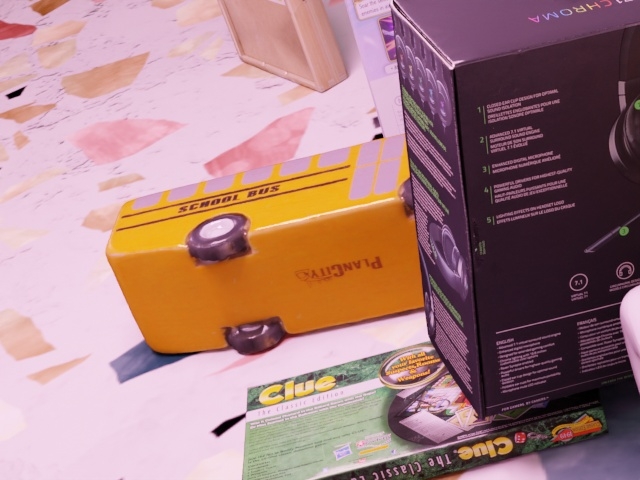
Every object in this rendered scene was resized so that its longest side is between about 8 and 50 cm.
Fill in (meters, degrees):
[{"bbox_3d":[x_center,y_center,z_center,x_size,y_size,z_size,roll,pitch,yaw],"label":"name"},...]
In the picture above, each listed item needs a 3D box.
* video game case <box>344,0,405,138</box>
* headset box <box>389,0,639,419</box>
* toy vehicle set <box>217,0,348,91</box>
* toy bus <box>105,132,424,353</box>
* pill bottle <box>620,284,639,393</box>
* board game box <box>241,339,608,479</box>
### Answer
[{"bbox_3d":[0.164,-0.193,1.550,0.269,0.244,0.061,-16,0,8],"label":"video game case"},{"bbox_3d":[0.189,-0.056,1.216,0.246,0.283,0.131,-15,30,-10],"label":"headset box"},{"bbox_3d":[-0.069,-0.285,1.822,0.035,0.267,0.166,-33,33,-20],"label":"toy vehicle set"},{"bbox_3d":[0.000,0.000,1.466,0.333,0.108,0.130,-13,29,15],"label":"toy bus"},{"bbox_3d":[0.357,0.066,1.046,0.334,0.188,0.188,-18,29,4],"label":"pill bottle"},{"bbox_3d":[0.070,0.121,1.300,0.260,0.030,0.136,-15,32,10],"label":"board game box"}]
